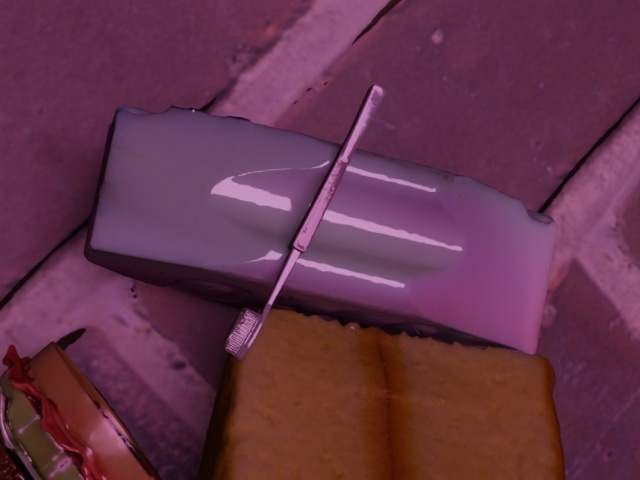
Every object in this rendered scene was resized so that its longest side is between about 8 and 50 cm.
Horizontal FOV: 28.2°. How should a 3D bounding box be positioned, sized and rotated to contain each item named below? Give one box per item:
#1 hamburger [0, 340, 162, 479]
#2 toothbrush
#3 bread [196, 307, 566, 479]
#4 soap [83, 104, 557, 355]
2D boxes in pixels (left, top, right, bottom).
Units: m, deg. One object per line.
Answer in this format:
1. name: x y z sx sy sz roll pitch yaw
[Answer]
1. hamburger: -0.186 0.161 0.837 0.137 0.175 0.175 -35 94 -12
2. toothbrush: -0.007 -0.013 0.787 0.017 0.014 0.194 32 77 -9
3. bread: 0.003 0.265 0.877 0.233 0.361 0.245 12 40 -11
4. soap: 0.000 0.000 0.895 0.324 0.193 0.109 15 78 -14
